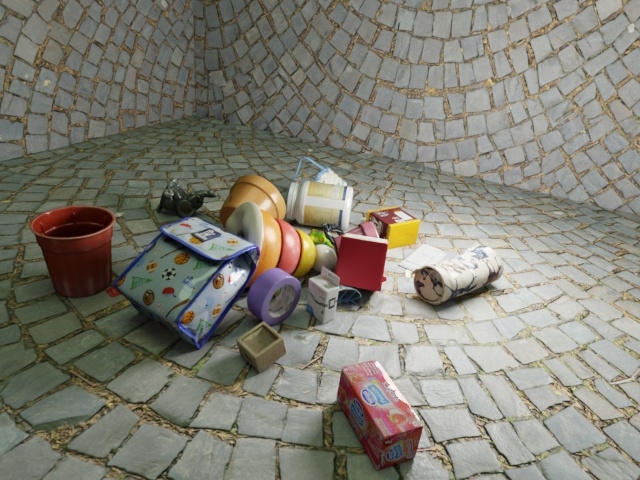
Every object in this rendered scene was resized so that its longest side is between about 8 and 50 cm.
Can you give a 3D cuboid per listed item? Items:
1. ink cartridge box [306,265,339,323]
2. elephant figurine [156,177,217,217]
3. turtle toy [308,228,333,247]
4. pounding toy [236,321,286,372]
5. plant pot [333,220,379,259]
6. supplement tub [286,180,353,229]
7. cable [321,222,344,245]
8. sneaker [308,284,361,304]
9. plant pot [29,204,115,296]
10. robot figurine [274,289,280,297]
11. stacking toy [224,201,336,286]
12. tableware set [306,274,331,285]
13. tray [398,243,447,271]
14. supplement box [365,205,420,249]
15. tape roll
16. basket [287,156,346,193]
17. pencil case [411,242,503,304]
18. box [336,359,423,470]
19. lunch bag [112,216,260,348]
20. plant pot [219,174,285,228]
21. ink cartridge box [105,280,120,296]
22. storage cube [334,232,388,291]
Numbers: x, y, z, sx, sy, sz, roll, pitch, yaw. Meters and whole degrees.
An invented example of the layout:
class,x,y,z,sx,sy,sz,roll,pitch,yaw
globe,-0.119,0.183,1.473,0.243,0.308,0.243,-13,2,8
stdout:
class,x,y,z,sx,sy,sz,roll,pitch,yaw
ink cartridge box,0.007,0.198,1.689,0.060,0.180,0.104,-16,34,-37
elephant figurine,-0.678,-0.197,2.355,0.239,0.186,0.169,27,61,-15
turtle toy,0.000,0.000,2.192,0.130,0.066,0.095,10,29,6
pounding toy,-0.188,0.338,1.495,0.130,0.100,0.141,-31,41,-29
plant pot,0.159,0.031,2.054,0.180,0.201,0.201,-15,30,-5
supplement tub,-0.002,-0.182,2.365,0.316,0.228,0.228,9,27,4
cable,0.083,-0.018,2.192,0.184,0.047,0.150,18,34,-54
sneaker,0.055,0.210,1.810,0.211,0.080,0.081,10,4,8
plant pot,-0.889,0.046,1.705,0.272,0.265,0.272,5,28,-3
robot figurine,-0.136,0.190,1.797,0.101,0.067,0.115,26,34,25
stacking toy,-0.143,0.059,1.895,0.480,0.351,0.350,13,21,-31
tableware set,-0.008,0.161,1.831,0.104,0.024,0.154,-7,-9,-24
tray,0.486,0.079,2.181,0.145,0.030,0.270,23,32,27
supplement box,0.357,-0.067,2.328,0.191,0.129,0.194,-11,32,-29
tape roll,-0.163,0.198,1.644,0.080,0.189,0.189,27,34,36
basket,-0.025,-0.291,2.562,0.289,0.255,0.201,30,32,5
pencil case,0.574,0.136,1.943,0.410,0.160,0.183,-14,50,-33
box,0.152,0.464,1.264,0.122,0.128,0.257,-6,30,-22
lunch bag,-0.436,0.105,1.579,0.327,0.239,0.385,24,61,26
plant pot,-0.339,-0.136,2.189,0.291,0.291,0.203,18,46,21
ink cartridge box,-0.745,0.170,1.750,0.115,0.029,0.063,-20,37,-41
storage cube,0.170,0.083,1.876,0.215,0.193,0.183,9,5,8
